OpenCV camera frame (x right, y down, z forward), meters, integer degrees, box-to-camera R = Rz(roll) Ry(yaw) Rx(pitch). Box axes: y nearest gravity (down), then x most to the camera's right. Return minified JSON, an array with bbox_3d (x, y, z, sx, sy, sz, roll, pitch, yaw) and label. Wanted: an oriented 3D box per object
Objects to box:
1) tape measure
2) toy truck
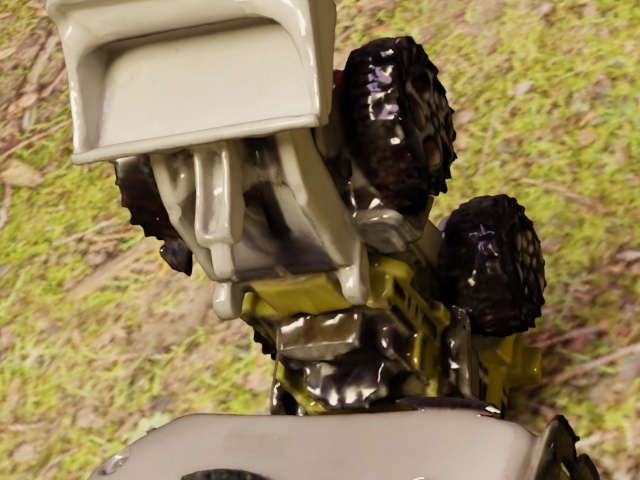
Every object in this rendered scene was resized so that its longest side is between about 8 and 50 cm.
[{"bbox_3d":[-0.027,0.158,0.761,0.236,0.120,0.197,-2,50,34],"label":"tape measure"},{"bbox_3d":[0.000,0.000,0.782,0.136,0.286,0.111,-9,57,25],"label":"toy truck"}]
